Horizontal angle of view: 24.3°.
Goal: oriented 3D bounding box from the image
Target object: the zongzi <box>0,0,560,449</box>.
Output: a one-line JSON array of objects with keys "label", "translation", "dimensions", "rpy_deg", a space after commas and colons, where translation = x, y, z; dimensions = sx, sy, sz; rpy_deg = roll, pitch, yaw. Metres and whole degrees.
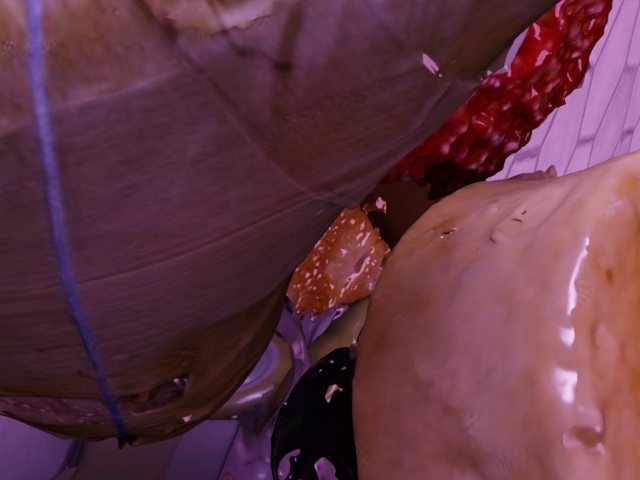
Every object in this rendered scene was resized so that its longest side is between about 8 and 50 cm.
[{"label": "zongzi", "translation": [-0.017, -0.035, 0.572], "dimensions": [0.356, 0.392, 0.174], "rpy_deg": [65, 28, -54]}]

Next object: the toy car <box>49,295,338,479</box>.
[{"label": "toy car", "translation": [-0.117, 0.213, 0.978], "dimensions": [0.336, 0.226, 0.242], "rpy_deg": [-72, 152, -54]}]

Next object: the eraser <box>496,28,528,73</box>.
[{"label": "eraser", "translation": [-0.038, -0.168, 0.610], "dimensions": [0.081, 0.278, 0.124], "rpy_deg": [-60, 159, -31]}]

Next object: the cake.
[{"label": "cake", "translation": [0.118, 0.121, 0.865], "dimensions": [0.332, 0.321, 0.332], "rpy_deg": [13, 70, -40]}]

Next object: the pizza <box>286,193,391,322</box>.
[{"label": "pizza", "translation": [-0.002, 0.001, 1.228], "dimensions": [0.194, 0.069, 0.154], "rpy_deg": [17, 95, -56]}]

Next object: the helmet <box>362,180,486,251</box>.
[{"label": "helmet", "translation": [0.093, -0.078, 1.347], "dimensions": [0.198, 0.130, 0.224], "rpy_deg": [91, 6, -49]}]

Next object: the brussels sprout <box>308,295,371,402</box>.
[{"label": "brussels sprout", "translation": [0.070, 0.216, 1.343], "dimensions": [0.371, 0.275, 0.315], "rpy_deg": [-50, 164, -44]}]

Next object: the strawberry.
[{"label": "strawberry", "translation": [0.058, -0.164, 0.875], "dimensions": [0.258, 0.261, 0.261], "rpy_deg": [-55, 164, 8]}]
